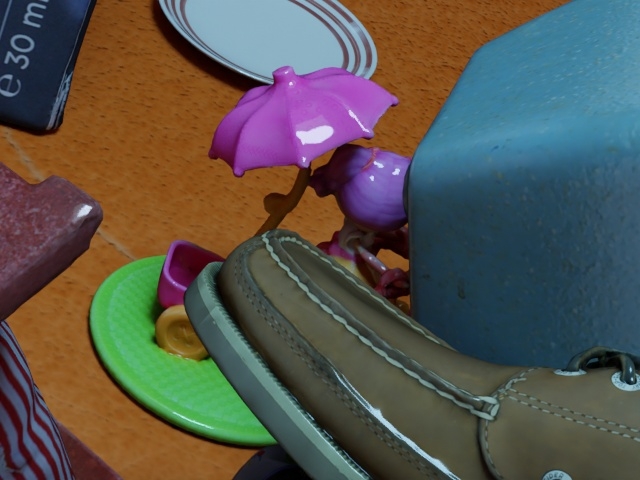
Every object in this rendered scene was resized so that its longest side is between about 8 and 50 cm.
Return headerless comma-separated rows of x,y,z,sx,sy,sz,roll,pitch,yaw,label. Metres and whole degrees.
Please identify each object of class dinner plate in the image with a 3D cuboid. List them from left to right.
-0.033,-0.128,1.133,0.141,0.017,0.141,16,35,-11,dinner plate

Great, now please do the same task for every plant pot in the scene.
0.170,0.014,0.768,0.252,0.248,0.247,5,26,16,plant pot

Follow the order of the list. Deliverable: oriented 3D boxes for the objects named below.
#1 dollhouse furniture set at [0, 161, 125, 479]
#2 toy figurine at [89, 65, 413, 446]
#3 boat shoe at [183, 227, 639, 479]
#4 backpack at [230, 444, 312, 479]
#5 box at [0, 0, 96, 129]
-0.044,0.132,0.472,0.374,0.201,0.152,37,68,23,dollhouse furniture set
0.000,0.000,0.847,0.173,0.159,0.130,21,33,-6,toy figurine
0.092,0.085,0.651,0.307,0.104,0.111,40,15,10,boat shoe
0.007,0.132,0.718,0.114,0.105,0.084,14,29,-35,backpack
-0.272,-0.276,0.939,0.395,0.293,0.212,16,34,-11,box
